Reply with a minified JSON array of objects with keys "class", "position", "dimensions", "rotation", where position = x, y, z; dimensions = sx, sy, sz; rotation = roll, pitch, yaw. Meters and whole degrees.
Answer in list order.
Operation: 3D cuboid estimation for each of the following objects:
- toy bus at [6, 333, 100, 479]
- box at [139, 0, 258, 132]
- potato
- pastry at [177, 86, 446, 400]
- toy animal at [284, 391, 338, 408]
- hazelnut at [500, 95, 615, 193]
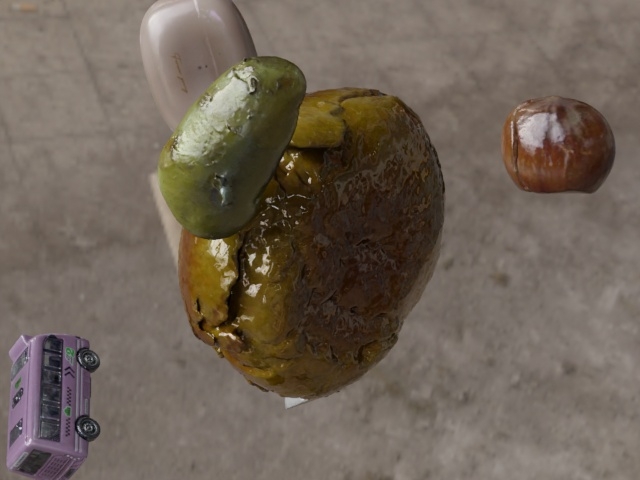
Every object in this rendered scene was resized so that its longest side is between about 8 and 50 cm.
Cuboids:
[{"class":"toy bus","position":[-0.363,0.221,1.920],"dimensions":[0.108,0.096,0.199],"rotation":[18,44,-27]},{"class":"box","position":[-0.153,-0.225,1.850],"dimensions":[0.146,0.200,0.088],"rotation":[-16,10,3]},{"class":"potato","position":[-0.079,-0.084,1.289],"dimensions":[0.105,0.188,0.085],"rotation":[22,22,-31]},{"class":"pastry","position":[0.000,0.000,1.503],"dimensions":[0.164,0.356,0.356],"rotation":[11,33,42]},{"class":"toy animal","position":[-0.024,0.130,2.136],"dimensions":[0.104,0.131,0.221],"rotation":[5,63,-60]},{"class":"hazelnut","position":[0.322,-0.129,1.937],"dimensions":[0.154,0.143,0.143],"rotation":[6,36,29]}]
